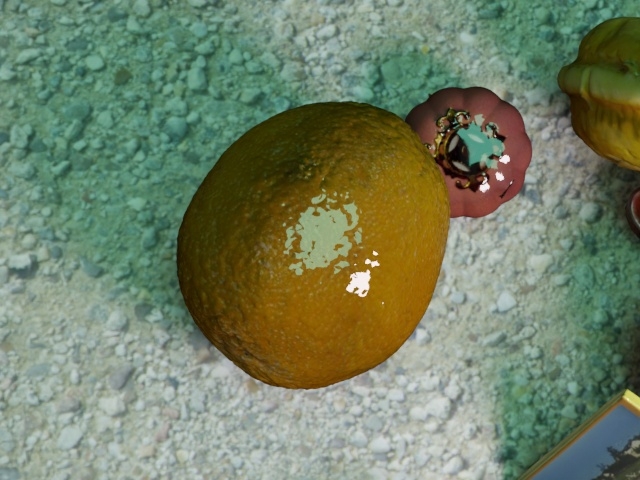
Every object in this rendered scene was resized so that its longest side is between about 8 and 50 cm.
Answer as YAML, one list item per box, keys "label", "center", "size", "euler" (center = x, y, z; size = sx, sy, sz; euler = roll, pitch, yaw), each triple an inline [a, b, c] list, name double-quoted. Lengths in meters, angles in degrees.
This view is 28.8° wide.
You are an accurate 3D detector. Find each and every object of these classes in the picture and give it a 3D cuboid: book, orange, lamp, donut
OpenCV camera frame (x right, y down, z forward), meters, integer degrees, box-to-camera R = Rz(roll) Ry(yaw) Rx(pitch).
- label: "book"
  center: [0.452, 0.360, 1.545]
  size: [0.374, 0.262, 0.028]
  euler: [37, 47, 1]
- label: "orange"
  center: [0.000, 0.000, 1.528]
  size: [0.322, 0.322, 0.357]
  euler: [37, 70, 1]
- label: "lamp"
  center: [0.192, -0.118, 1.674]
  size: [0.182, 0.140, 0.182]
  euler: [0, 89, 6]
- label: "donut"
  center: [0.522, -0.173, 1.587]
  size: [0.449, 0.449, 0.198]
  euler: [6, 100, -7]

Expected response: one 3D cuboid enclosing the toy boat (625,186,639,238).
- label: "toy boat"
  center: [0.518, -0.029, 1.618]
  size: [0.206, 0.282, 0.096]
  euler: [23, 81, -1]
